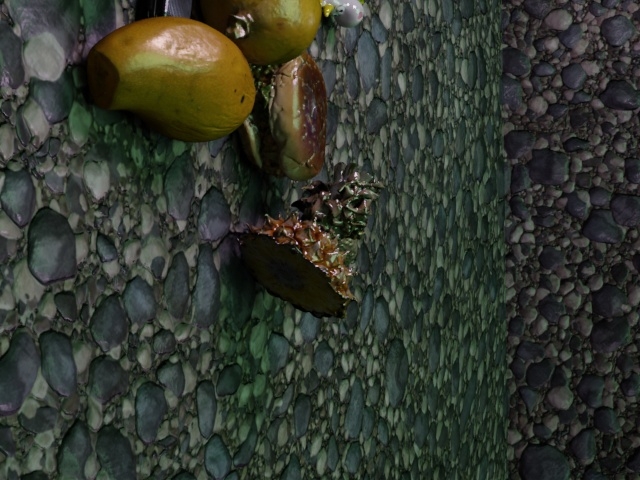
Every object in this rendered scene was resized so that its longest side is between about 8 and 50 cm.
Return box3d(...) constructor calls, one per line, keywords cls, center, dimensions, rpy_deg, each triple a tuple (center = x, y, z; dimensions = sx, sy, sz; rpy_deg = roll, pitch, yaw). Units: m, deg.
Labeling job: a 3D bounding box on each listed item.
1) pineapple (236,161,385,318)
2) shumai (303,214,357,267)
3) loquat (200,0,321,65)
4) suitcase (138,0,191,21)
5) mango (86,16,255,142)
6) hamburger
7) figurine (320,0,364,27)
box3d(cls="pineapple", center=(0.015, -0.025, 2.043), dimensions=(0.271, 0.262, 0.262), rpy_deg=(-56, 143, -25))
box3d(cls="shumai", center=(0.002, -0.003, 2.268), dimensions=(0.116, 0.146, 0.145), rpy_deg=(63, 2, 40))
box3d(cls="loquat", center=(-0.106, -0.397, 1.846), dimensions=(0.246, 0.213, 0.213), rpy_deg=(-60, 144, -55))
box3d(cls="suitcase", center=(-0.249, -0.386, 1.724), dimensions=(0.086, 0.059, 0.126), rpy_deg=(27, 65, -63))
box3d(cls="mango", center=(-0.219, -0.253, 1.679), dimensions=(0.187, 0.144, 0.359), rpy_deg=(-57, 152, 8))
box3d(cls="hamburger", center=(-0.064, -0.252, 2.056), dimensions=(0.243, 0.146, 0.286), rpy_deg=(-61, 144, -57))
box3d(cls="figurine", center=(0.041, -0.529, 2.340), dimensions=(0.129, 0.109, 0.178), rpy_deg=(44, 48, -25))
